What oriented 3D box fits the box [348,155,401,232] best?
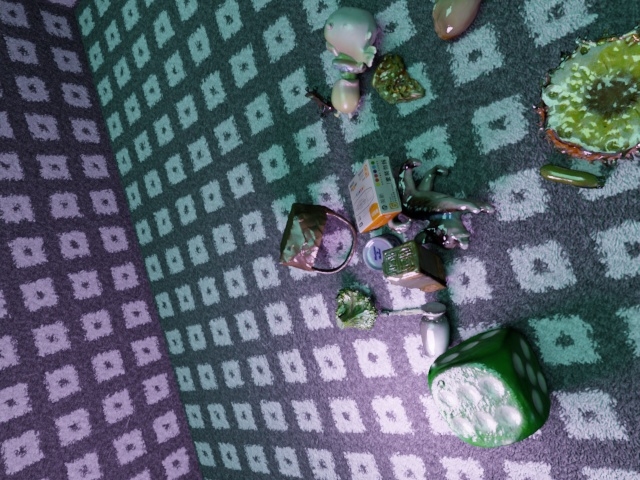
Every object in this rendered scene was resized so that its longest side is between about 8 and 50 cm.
[{"bbox_3d":[0.200,-0.167,1.579,0.274,0.091,0.221,126,132,-71],"label":"box"}]

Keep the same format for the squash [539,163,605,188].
[{"bbox_3d":[0.769,-0.195,1.279,0.183,0.052,0.052,23,111,28],"label":"squash"}]

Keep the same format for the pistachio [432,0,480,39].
[{"bbox_3d":[0.452,-0.772,1.367,0.144,0.143,0.215,41,113,24],"label":"pistachio"}]

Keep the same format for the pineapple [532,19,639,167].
[{"bbox_3d":[0.760,-0.362,1.098,0.352,0.300,0.353,8,103,37],"label":"pineapple"}]

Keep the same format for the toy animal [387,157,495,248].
[{"bbox_3d":[0.398,-0.084,1.486,0.344,0.194,0.303,51,128,32],"label":"toy animal"}]

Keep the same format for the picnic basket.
[{"bbox_3d":[0.000,0.000,1.776,0.337,0.337,0.293,28,107,30],"label":"picnic basket"}]

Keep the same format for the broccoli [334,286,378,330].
[{"bbox_3d":[0.132,0.304,1.748,0.194,0.194,0.220,-35,83,35],"label":"broccoli"}]

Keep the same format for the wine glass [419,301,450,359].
[{"bbox_3d":[0.432,0.340,1.574,0.111,0.111,0.205,2,109,36],"label":"wine glass"}]

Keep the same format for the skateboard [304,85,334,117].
[{"bbox_3d":[-0.008,-0.591,1.784,0.151,0.067,0.080,43,129,19],"label":"skateboard"}]

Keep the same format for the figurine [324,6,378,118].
[{"bbox_3d":[0.119,-0.662,1.585,0.274,0.226,0.395,-133,44,-52],"label":"figurine"}]

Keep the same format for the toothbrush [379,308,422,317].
[{"bbox_3d":[0.366,0.287,1.676,0.294,0.028,0.026,-13,91,32],"label":"toothbrush"}]

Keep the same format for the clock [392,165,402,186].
[{"bbox_3d":[0.306,-0.250,1.631,0.085,0.017,0.085,7,102,36],"label":"clock"}]

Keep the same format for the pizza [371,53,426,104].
[{"bbox_3d":[0.279,-0.588,1.564,0.147,0.069,0.226,-40,74,32],"label":"pizza"}]

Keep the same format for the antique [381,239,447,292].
[{"bbox_3d":[0.357,0.103,1.490,0.150,0.284,0.125,-22,60,38],"label":"antique"}]

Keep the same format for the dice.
[{"bbox_3d":[0.561,0.481,1.392,0.297,0.300,0.287,-32,81,35],"label":"dice"}]

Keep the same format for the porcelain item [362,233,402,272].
[{"bbox_3d":[0.254,0.049,1.660,0.147,0.114,0.148,6,101,34],"label":"porcelain item"}]
